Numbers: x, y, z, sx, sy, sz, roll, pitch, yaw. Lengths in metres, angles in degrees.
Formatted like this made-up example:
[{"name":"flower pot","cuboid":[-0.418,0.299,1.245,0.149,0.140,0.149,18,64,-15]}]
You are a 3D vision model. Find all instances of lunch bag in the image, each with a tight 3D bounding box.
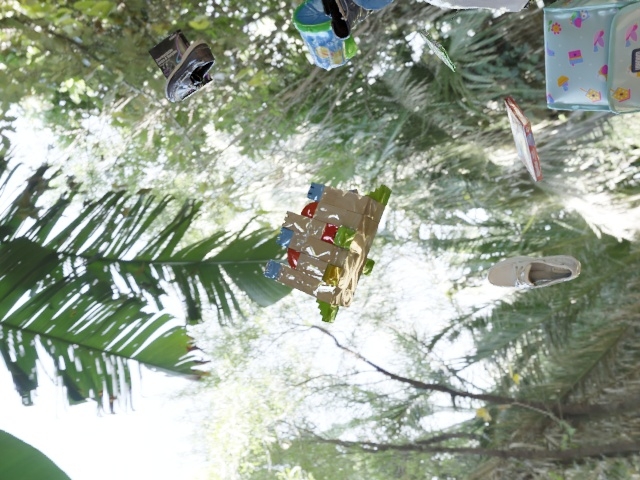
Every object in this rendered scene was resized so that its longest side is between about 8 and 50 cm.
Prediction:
[{"name":"lunch bag","cuboid":[0.594,-0.376,1.041,0.160,0.262,0.223,-32,-56,-25]}]

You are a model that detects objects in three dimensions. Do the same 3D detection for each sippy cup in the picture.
[{"name":"sippy cup","cuboid":[0.029,-0.827,2.108,0.224,0.240,0.305,67,-159,-49]}]

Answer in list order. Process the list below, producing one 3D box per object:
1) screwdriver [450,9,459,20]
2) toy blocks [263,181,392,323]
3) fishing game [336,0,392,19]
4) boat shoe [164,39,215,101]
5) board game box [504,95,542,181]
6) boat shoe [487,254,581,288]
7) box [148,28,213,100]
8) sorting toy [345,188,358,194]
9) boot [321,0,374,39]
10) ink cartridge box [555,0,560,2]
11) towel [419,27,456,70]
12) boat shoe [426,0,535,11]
[{"name":"screwdriver","cuboid":[0.425,-0.706,1.516,0.025,0.170,0.024,43,-174,11]},{"name":"toy blocks","cuboid":[0.000,0.000,1.422,0.191,0.261,0.381,21,-91,-54]},{"name":"fishing game","cuboid":[0.152,-0.770,1.521,0.041,0.264,0.189,-112,0,-81]},{"name":"boat shoe","cuboid":[-0.333,-0.414,1.340,0.065,0.206,0.075,51,-139,3]},{"name":"board game box","cuboid":[0.671,-0.329,1.733,0.281,0.027,0.145,50,-162,-47]},{"name":"boat shoe","cuboid":[0.632,0.097,1.595,0.096,0.277,0.098,-19,-86,-54]},{"name":"box","cuboid":[-0.398,-0.496,1.492,0.162,0.116,0.029,58,-152,-18]},{"name":"sorting toy","cuboid":[0.100,-0.128,1.729,0.062,0.012,0.083,-9,-100,-3]},{"name":"boot","cuboid":[0.064,-0.851,1.702,0.222,0.118,0.338,-54,-56,-39]},{"name":"ink cartridge box","cuboid":[0.828,-0.605,1.605,0.114,0.199,0.272,73,-161,-59]},{"name":"towel","cuboid":[0.401,-0.646,1.778,0.113,0.023,0.152,29,-155,-49]},{"name":"boat shoe","cuboid":[0.392,-0.698,1.360,0.341,0.127,0.158,5,-113,-12]}]
